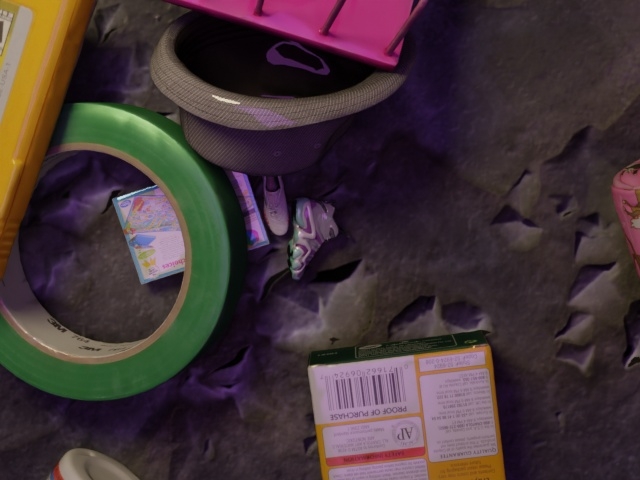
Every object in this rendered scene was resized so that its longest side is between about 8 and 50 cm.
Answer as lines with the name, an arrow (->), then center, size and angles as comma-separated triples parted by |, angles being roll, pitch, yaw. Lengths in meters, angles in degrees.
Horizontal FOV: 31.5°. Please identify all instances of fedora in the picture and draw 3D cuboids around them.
fedora -> -0.042, -0.156, 1.190 | 0.275, 0.243, 0.124 | -23, 138, -31

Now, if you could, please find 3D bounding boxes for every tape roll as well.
tape roll -> -0.242, 0.010, 1.235 | 0.321, 0.077, 0.321 | 1, 97, 12

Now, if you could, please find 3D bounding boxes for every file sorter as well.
file sorter -> -0.027, -0.317, 1.043 | 0.290, 0.182, 0.202 | 16, 78, -7

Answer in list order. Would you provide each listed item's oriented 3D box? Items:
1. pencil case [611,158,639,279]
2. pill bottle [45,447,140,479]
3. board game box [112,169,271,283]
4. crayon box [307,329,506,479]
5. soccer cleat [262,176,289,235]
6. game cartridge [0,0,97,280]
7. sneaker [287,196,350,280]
pencil case -> 0.442, 0.085, 1.215 | 0.167, 0.160, 0.386 | -20, 96, -1
pill bottle -> -0.296, 0.357, 1.284 | 0.124, 0.124, 0.221 | 36, 96, -3
board game box -> -0.145, -0.023, 1.280 | 0.154, 0.026, 0.104 | -17, 96, 3
crayon box -> 0.105, 0.277, 1.286 | 0.203, 0.083, 0.323 | -7, 96, 2
soccer cleat -> -0.052, -0.046, 1.270 | 0.029, 0.035, 0.083 | -6, 97, 2
game cartridge -> -0.404, -0.154, 1.202 | 0.285, 0.052, 0.324 | 23, 96, 23
sneaker -> 0.000, 0.000, 1.275 | 0.069, 0.038, 0.098 | 1, 115, -14
